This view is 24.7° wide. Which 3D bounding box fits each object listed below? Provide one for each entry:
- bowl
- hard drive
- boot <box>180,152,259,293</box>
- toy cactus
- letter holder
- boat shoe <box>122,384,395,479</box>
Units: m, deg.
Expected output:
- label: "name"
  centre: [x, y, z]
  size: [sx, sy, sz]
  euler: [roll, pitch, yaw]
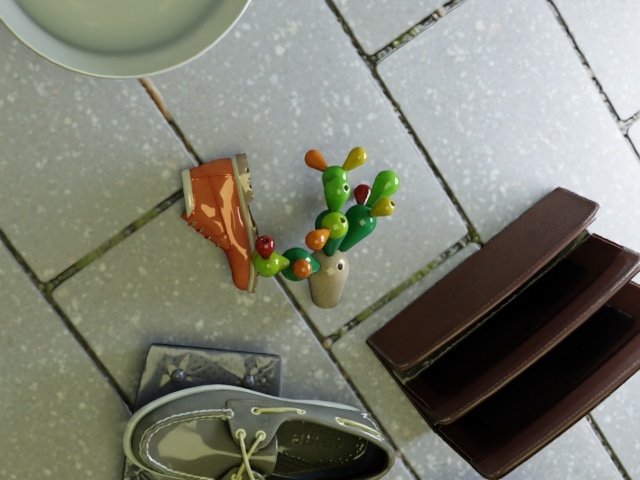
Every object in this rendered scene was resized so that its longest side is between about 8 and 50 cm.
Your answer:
- label: "bowl"
  centre: [-0.211, -0.318, 1.487]
  size: [0.298, 0.134, 0.298]
  euler: [-4, 103, -16]
- label: "hard drive"
  centre: [-0.140, 0.242, 1.670]
  size: [0.172, 0.054, 0.255]
  euler: [6, 99, -17]
- label: "boot"
  centre: [-0.111, -0.014, 1.628]
  size: [0.084, 0.059, 0.158]
  euler: [-10, 101, -5]
- label: "toy cactus"
  centre: [0.000, 0.000, 1.629]
  size: [0.219, 0.112, 0.180]
  euler: [-45, 151, -39]
- label: "letter holder"
  centre: [0.239, 0.104, 1.665]
  size: [0.302, 0.214, 0.152]
  euler: [-38, 109, -5]
- label: "boat shoe"
  centre: [-0.063, 0.225, 1.612]
  size: [0.305, 0.091, 0.109]
  euler: [5, 99, -26]
